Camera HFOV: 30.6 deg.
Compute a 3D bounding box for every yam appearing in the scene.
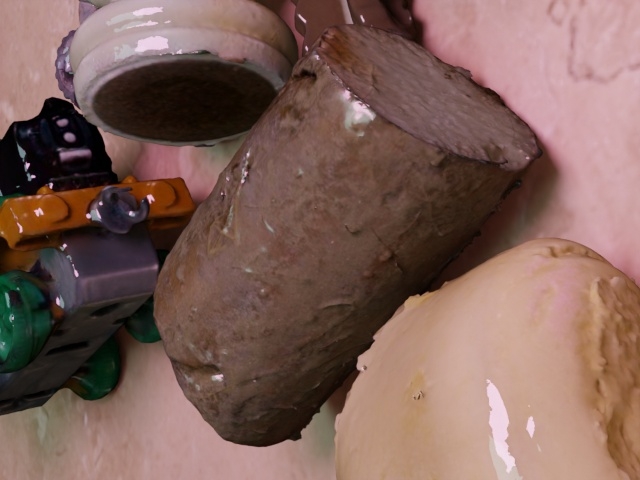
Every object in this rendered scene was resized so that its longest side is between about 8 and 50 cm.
[{"bbox_3d":[0.000,0.000,0.798,0.304,0.168,0.168,-51,54,35],"label":"yam"}]

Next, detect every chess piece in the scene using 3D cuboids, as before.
[{"bbox_3d":[-0.110,-0.237,0.914,0.175,0.175,0.298,-27,62,46],"label":"chess piece"}]

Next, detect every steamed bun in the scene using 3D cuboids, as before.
[{"bbox_3d":[0.105,0.152,0.676,0.232,0.166,0.273,-32,67,43],"label":"steamed bun"}]

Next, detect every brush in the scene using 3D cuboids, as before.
[{"bbox_3d":[0.006,-0.246,0.872,0.084,0.071,0.301,-25,66,32],"label":"brush"}]

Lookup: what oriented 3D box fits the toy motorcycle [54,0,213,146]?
[{"bbox_3d":[-0.157,-0.166,1.035,0.229,0.094,0.130,22,102,36],"label":"toy motorcycle"}]

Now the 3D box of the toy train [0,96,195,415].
[{"bbox_3d":[-0.273,0.020,1.085,0.429,0.178,0.249,-41,66,46],"label":"toy train"}]
